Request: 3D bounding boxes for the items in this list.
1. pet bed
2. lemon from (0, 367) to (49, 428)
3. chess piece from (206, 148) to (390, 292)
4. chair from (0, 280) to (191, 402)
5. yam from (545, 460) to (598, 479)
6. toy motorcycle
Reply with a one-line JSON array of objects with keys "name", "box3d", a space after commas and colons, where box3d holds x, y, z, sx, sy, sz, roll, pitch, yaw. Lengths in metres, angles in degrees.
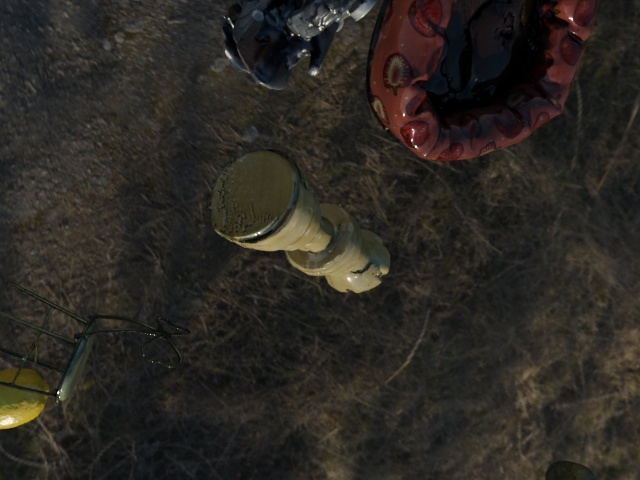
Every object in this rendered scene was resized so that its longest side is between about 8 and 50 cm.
[{"name": "pet bed", "box3d": [0.117, -0.146, 0.458, 0.201, 0.053, 0.201, -21, 127, -31]}, {"name": "lemon", "box3d": [-0.609, 0.307, 1.312, 0.155, 0.114, 0.114, -13, 119, -18]}, {"name": "chess piece", "box3d": [0.000, -0.001, 0.437, 0.060, 0.060, 0.172, -51, 148, 3]}, {"name": "chair", "box3d": [-0.401, 0.187, 1.112, 0.326, 0.160, 0.170, 20, 99, -8]}, {"name": "yam", "box3d": [0.272, 0.314, 0.718, 0.070, 0.146, 0.069, 9, 131, 10]}, {"name": "toy motorcycle", "box3d": [-0.037, -0.249, 0.747, 0.173, 0.307, 0.108, -44, 113, 10]}]
